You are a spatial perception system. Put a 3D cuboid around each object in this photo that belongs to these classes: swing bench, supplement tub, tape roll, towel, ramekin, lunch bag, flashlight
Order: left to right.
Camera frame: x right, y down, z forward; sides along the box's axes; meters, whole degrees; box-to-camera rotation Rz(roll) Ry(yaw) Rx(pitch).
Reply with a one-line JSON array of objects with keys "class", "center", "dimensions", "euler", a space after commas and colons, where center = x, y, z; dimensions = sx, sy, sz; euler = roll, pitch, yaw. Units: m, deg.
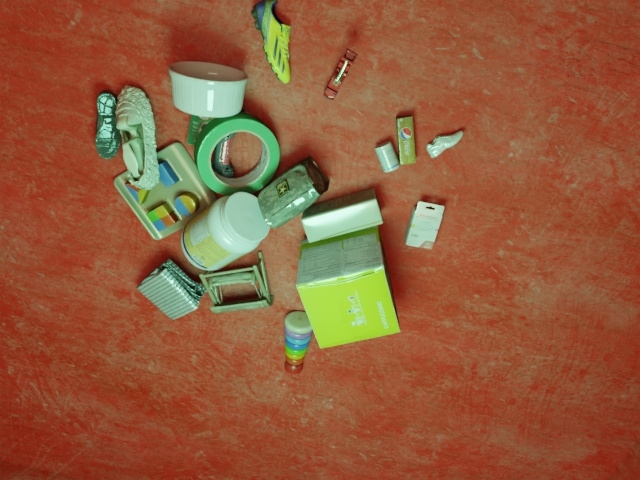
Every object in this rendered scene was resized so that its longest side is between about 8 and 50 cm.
[{"class": "towel", "center": [-0.654, 0.214, 2.069], "dimensions": [0.235, 0.121, 0.284], "euler": [48, 136, -14]}, {"class": "ramekin", "center": [-0.406, -0.547, 1.699], "dimensions": [0.277, 0.277, 0.135], "euler": [11, 121, -1]}, {"class": "supplement tub", "center": [-0.379, -0.035, 1.866], "dimensions": [0.331, 0.241, 0.241], "euler": [-27, 111, 41]}, {"class": "flashlight", "center": [-0.365, -0.374, 1.861], "dimensions": [0.103, 0.103, 0.304], "euler": [-8, 122, -36]}, {"class": "tape roll", "center": [-0.320, -0.326, 1.809], "dimensions": [0.321, 0.077, 0.321], "euler": [-14, 129, -18]}, {"class": "swing bench", "center": [-0.362, 0.206, 2.065], "dimensions": [0.253, 0.165, 0.254], "euler": [-9, 112, 7]}, {"class": "lunch bag", "center": [-0.106, -0.184, 1.819], "dimensions": [0.235, 0.287, 0.169], "euler": [-32, 107, 16]}, {"class": "supplement tub", "center": [0.264, -0.330, 1.851], "dimensions": [0.071, 0.071, 0.107], "euler": [-20, 110, 12]}]

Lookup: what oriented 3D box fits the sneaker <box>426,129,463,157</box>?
[{"class": "sneaker", "center": [0.483, -0.386, 1.823], "dimensions": [0.152, 0.053, 0.061], "euler": [-33, 104, 16]}]

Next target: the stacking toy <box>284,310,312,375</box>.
[{"class": "stacking toy", "center": [-0.113, 0.497, 2.203], "dimensions": [0.141, 0.141, 0.330], "euler": [9, 120, 0]}]

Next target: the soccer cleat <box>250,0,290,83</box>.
[{"class": "soccer cleat", "center": [-0.153, -0.722, 1.702], "dimensions": [0.121, 0.093, 0.289], "euler": [-19, 111, 4]}]

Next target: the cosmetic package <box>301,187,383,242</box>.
[{"class": "cosmetic package", "center": [0.089, -0.104, 1.909], "dimensions": [0.309, 0.160, 0.113], "euler": [-15, 111, 11]}]

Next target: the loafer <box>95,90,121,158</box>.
[{"class": "loafer", "center": [-0.850, -0.463, 1.873], "dimensions": [0.096, 0.084, 0.267], "euler": [-3, 121, -29]}]

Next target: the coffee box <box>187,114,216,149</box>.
[{"class": "coffee box", "center": [-0.458, -0.459, 1.858], "dimensions": [0.113, 0.040, 0.184], "euler": [14, 112, -2]}]

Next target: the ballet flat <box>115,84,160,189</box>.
[{"class": "ballet flat", "center": [-0.710, -0.396, 1.801], "dimensions": [0.147, 0.147, 0.408], "euler": [-9, 98, 7]}]

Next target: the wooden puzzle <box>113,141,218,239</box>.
[{"class": "wooden puzzle", "center": [-0.648, -0.192, 1.961], "dimensions": [0.348, 0.080, 0.322], "euler": [-26, 108, 13]}]

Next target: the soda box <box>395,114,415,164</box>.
[{"class": "soda box", "center": [0.332, -0.391, 1.827], "dimensions": [0.061, 0.058, 0.181], "euler": [-7, 113, 6]}]

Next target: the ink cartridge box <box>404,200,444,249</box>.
[{"class": "ink cartridge box", "center": [0.431, -0.072, 1.951], "dimensions": [0.115, 0.067, 0.198], "euler": [11, 115, -2]}]

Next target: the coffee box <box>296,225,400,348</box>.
[{"class": "coffee box", "center": [0.115, 0.180, 1.907], "dimensions": [0.338, 0.334, 0.337], "euler": [-13, 121, 9]}]

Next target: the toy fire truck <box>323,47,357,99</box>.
[{"class": "toy fire truck", "center": [0.069, -0.601, 1.713], "dimensions": [0.047, 0.135, 0.192], "euler": [27, 112, -8]}]
